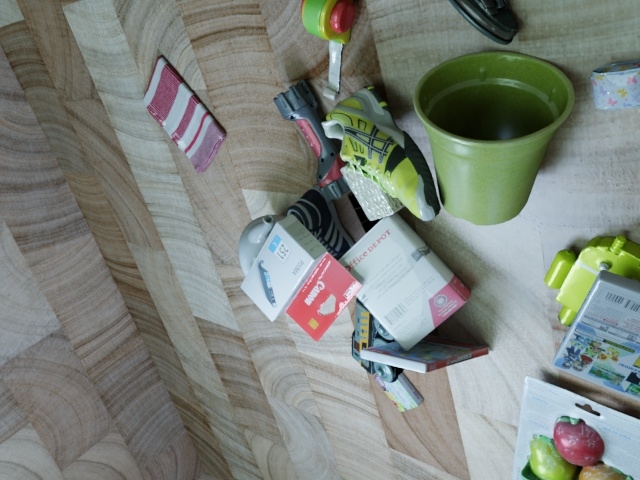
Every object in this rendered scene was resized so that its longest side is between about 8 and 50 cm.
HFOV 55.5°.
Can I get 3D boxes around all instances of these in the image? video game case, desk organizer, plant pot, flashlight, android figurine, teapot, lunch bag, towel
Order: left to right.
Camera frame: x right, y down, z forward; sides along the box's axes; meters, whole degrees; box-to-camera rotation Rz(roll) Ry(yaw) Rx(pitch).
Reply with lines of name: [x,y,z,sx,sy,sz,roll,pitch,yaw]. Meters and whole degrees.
towel: [-0.448,-0.398,1.962,0.329,0.037,0.237,51,142,3]
teapot: [-0.102,0.035,1.798,0.187,0.256,0.253,-12,97,34]
flashlight: [-0.016,-0.250,1.567,0.103,0.103,0.304,-20,105,55]
desk organizer: [0.125,-0.078,1.596,0.047,0.050,0.130,-12,110,50]
video game case: [0.271,0.286,1.559,0.204,0.285,0.025,3,94,45]
plant pot: [0.320,-0.175,1.165,0.276,0.276,0.254,27,147,30]
android figurine: [0.591,0.102,1.243,0.248,0.056,0.273,34,141,23]
lunch bag: [0.509,-0.264,1.036,0.083,0.053,0.071,-1,121,36]
video game case: [0.666,0.220,1.200,0.328,0.036,0.300,21,138,17]

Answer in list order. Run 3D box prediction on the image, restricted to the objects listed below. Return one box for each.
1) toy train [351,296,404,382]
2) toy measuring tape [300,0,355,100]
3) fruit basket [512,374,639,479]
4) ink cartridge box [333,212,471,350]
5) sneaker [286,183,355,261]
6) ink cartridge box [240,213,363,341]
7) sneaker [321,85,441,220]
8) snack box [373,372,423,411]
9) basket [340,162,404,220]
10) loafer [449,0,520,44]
toy train: [0.176,0.262,1.756,0.190,0.142,0.334,33,140,38]
toy measuring tape: [0.009,-0.453,1.365,0.121,0.121,0.330,32,139,25]
fruit basket: [0.641,0.528,1.488,0.326,0.165,0.354,17,115,37]
ink cartridge box: [0.205,0.098,1.533,0.207,0.117,0.283,-44,83,21]
sneaker: [0.000,0.000,1.705,0.099,0.153,0.282,-7,113,46]
ink cartridge box: [-0.060,0.119,1.592,0.261,0.066,0.296,45,135,12]
sneaker: [0.132,-0.171,1.321,0.385,0.147,0.145,61,180,38]
snack box: [0.245,0.467,1.919,0.141,0.037,0.100,51,142,2]
basket: [0.141,-0.143,1.476,0.113,0.103,0.167,-16,107,57]
loafer: [0.268,-0.472,1.095,0.268,0.096,0.084,49,137,8]
